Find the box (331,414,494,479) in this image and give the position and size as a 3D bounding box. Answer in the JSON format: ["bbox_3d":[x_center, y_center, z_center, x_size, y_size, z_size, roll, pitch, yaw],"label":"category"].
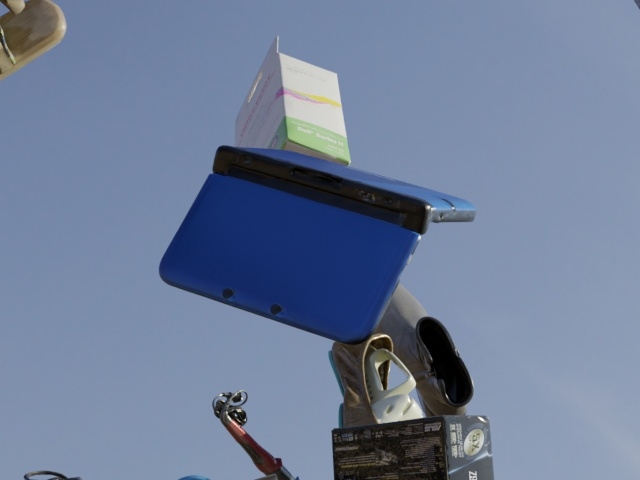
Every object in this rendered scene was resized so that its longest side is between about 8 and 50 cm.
[{"bbox_3d":[0.102,0.273,1.661,0.077,0.147,0.180,7,-15,-42],"label":"box"}]

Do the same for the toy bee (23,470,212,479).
[{"bbox_3d":[-0.143,0.324,1.551,0.298,0.162,0.195,1,-1,24],"label":"toy bee"}]

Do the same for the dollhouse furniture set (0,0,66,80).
[{"bbox_3d":[-0.416,-0.436,1.653,0.256,0.394,0.362,-34,-20,-9],"label":"dollhouse furniture set"}]

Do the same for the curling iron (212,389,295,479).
[{"bbox_3d":[-0.073,0.323,2.246,0.035,0.068,0.274,-14,-55,38],"label":"curling iron"}]

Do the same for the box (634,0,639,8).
[{"bbox_3d":[0.520,-0.279,1.967,0.142,0.247,0.163,-33,-30,13],"label":"box"}]

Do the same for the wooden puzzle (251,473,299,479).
[{"bbox_3d":[-0.056,0.299,1.675,0.116,0.078,0.014,0,-40,-44],"label":"wooden puzzle"}]

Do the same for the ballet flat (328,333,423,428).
[{"bbox_3d":[0.089,0.250,2.279,0.124,0.342,0.116,-26,-61,11],"label":"ballet flat"}]

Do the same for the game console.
[{"bbox_3d":[0.000,0.000,1.802,0.293,0.173,0.250,18,9,26],"label":"game console"}]

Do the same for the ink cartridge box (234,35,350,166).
[{"bbox_3d":[-0.053,-0.167,2.514,0.119,0.353,0.207,18,-57,-17],"label":"ink cartridge box"}]

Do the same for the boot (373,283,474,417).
[{"bbox_3d":[0.191,0.182,2.830,0.118,0.338,0.223,-31,-19,-11],"label":"boot"}]
